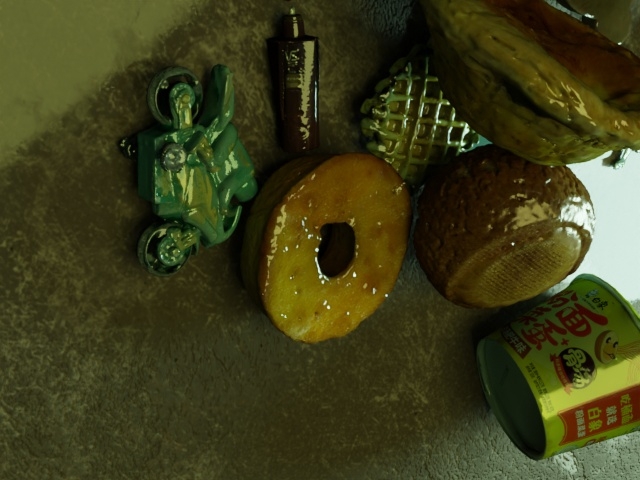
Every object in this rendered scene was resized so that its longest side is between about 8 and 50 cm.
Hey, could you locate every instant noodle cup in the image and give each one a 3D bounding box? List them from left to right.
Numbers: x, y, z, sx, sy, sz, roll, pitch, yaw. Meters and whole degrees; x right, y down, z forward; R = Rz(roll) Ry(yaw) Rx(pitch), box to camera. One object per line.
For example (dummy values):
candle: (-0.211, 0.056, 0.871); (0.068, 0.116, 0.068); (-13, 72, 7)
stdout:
instant noodle cup: (0.427, 0.238, 1.932); (0.222, 0.311, 0.311); (-22, 116, -14)

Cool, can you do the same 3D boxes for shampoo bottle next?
shampoo bottle: (-0.034, -0.249, 1.614); (0.068, 0.067, 0.236); (-11, 111, -19)

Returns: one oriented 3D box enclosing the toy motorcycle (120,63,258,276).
toy motorcycle: (-0.170, -0.099, 1.557); (0.198, 0.109, 0.296); (-12, 111, -37)

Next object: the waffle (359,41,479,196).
waffle: (0.162, -0.194, 1.730); (0.214, 0.054, 0.207); (-41, 124, -12)

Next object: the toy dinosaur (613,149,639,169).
toy dinosaur: (0.605, -0.206, 2.046); (0.187, 0.044, 0.106); (-40, 136, -30)

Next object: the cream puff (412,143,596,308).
cream puff: (0.281, -0.035, 1.737); (0.303, 0.212, 0.303); (-12, 150, -7)

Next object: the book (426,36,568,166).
book: (0.318, -0.257, 1.851); (0.379, 0.031, 0.264); (19, 95, -34)

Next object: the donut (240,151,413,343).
donut: (0.000, 0.000, 1.672); (0.303, 0.110, 0.302); (-18, 120, -34)

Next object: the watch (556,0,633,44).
watch: (0.493, -0.453, 1.665); (0.335, 0.327, 0.314); (8, 101, -34)

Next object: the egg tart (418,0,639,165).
egg tart: (0.302, -0.239, 1.605); (0.443, 0.443, 0.178); (11, 121, -34)
